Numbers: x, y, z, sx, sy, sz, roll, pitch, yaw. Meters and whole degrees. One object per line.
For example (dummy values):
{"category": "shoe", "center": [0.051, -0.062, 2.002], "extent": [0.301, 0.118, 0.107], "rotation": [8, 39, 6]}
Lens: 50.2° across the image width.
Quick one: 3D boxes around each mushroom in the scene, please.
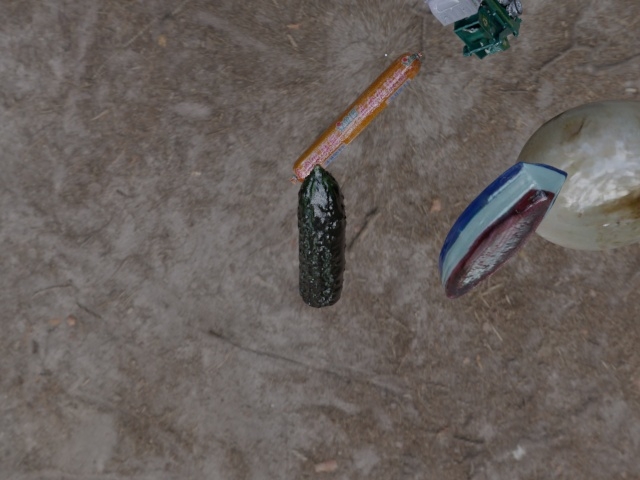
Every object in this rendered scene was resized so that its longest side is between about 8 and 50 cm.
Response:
{"category": "mushroom", "center": [0.366, -0.091, 0.897], "extent": [0.226, 0.178, 0.226], "rotation": [5, 145, 3]}

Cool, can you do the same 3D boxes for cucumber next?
{"category": "cucumber", "center": [0.000, 0.002, 0.932], "extent": [0.072, 0.072, 0.300], "rotation": [5, 149, 4]}

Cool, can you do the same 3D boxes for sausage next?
{"category": "sausage", "center": [0.065, -0.232, 1.313], "extent": [0.053, 0.053, 0.348], "rotation": [44, 102, -7]}

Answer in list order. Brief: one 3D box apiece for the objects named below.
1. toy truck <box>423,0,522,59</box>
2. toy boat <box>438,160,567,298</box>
{"category": "toy truck", "center": [0.273, -0.404, 1.217], "extent": [0.110, 0.216, 0.116], "rotation": [-12, 63, 39]}
{"category": "toy boat", "center": [0.175, 0.000, 0.712], "extent": [0.080, 0.046, 0.229], "rotation": [11, 147, -13]}
